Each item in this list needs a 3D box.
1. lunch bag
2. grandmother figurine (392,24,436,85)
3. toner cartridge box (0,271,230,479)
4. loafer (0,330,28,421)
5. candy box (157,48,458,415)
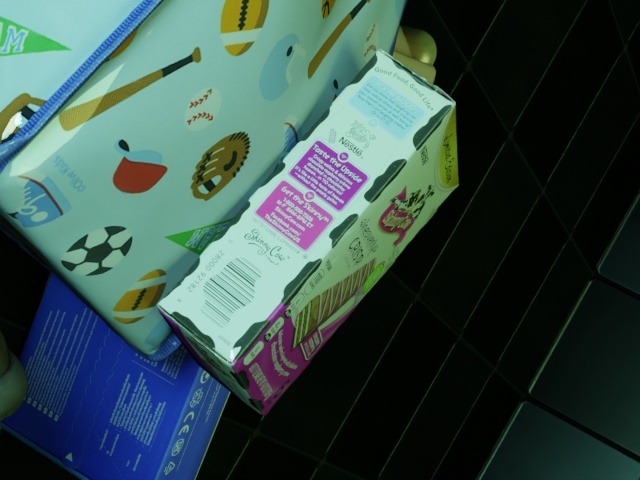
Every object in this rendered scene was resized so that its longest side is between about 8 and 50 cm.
[{"bbox_3d":[-0.095,-0.166,1.028,0.385,0.239,0.328,-47,157,-9],"label":"lunch bag"},{"bbox_3d":[0.009,-0.175,1.403,0.342,0.104,0.208,0,107,-67],"label":"grandmother figurine"},{"bbox_3d":[-0.131,0.033,1.259,0.075,0.165,0.348,-5,121,-62],"label":"toner cartridge box"},{"bbox_3d":[-0.262,0.023,0.866,0.134,0.366,0.130,-21,110,-15],"label":"loafer"},{"bbox_3d":[0.000,0.000,1.074,0.233,0.071,0.159,-50,164,-10],"label":"candy box"}]
